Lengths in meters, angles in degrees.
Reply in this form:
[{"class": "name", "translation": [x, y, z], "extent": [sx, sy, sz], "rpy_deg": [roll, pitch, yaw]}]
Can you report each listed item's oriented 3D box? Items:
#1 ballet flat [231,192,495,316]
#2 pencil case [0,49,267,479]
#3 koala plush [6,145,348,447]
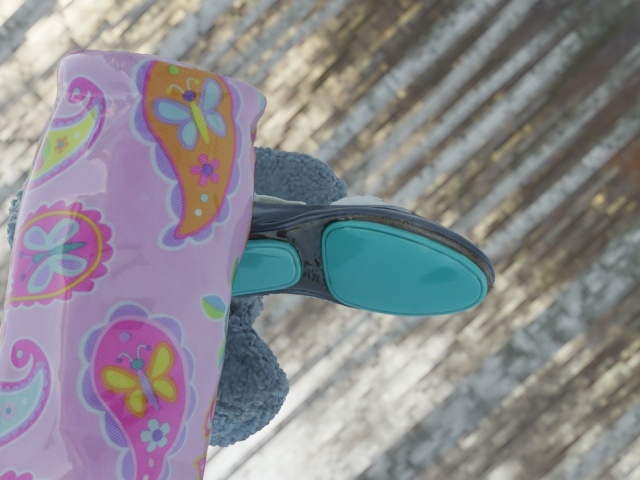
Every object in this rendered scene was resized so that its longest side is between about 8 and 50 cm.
[{"class": "ballet flat", "translation": [0.000, 0.000, 0.983], "extent": [0.074, 0.203, 0.074], "rpy_deg": [1, -90, -81]}, {"class": "pencil case", "translation": [-0.106, 0.044, 0.895], "extent": [0.124, 0.284, 0.124], "rpy_deg": [8, 172, 1]}, {"class": "koala plush", "translation": [-0.115, 0.031, 1.156], "extent": [0.203, 0.196, 0.221], "rpy_deg": [21, 161, -5]}]
